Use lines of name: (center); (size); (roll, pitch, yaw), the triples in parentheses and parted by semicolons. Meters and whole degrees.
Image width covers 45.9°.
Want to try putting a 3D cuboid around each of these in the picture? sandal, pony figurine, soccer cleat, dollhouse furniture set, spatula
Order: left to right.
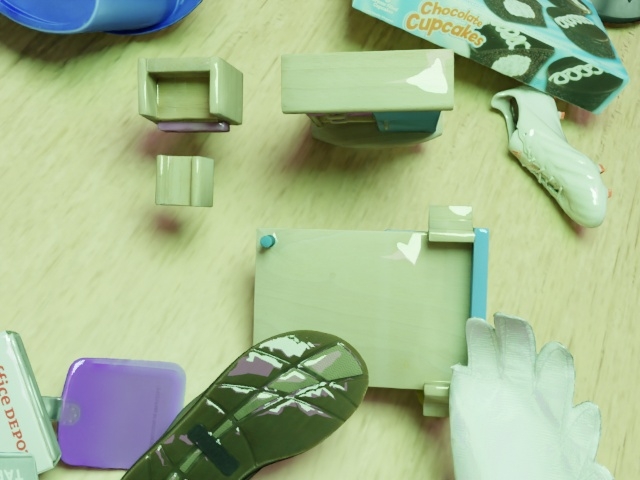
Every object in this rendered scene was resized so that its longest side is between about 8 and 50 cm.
spatula: (-0.251, 0.122, 0.560); (0.296, 0.030, 0.084); (6, 76, -12)
sandal: (-0.062, 0.148, 0.574); (0.219, 0.060, 0.090); (-42, 89, -7)
dollhouse furniture set: (0.000, 0.000, 0.694); (0.286, 0.198, 0.303); (0, 90, 7)
soccer cleat: (0.248, -0.091, 0.828); (0.076, 0.068, 0.196); (-6, 55, -15)
pony figurine: (0.234, 0.242, 0.491); (0.363, 0.303, 0.351); (6, 94, -28)

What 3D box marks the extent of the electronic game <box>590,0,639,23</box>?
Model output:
electronic game: (0.374, -0.389, 1.049); (0.229, 0.048, 0.229); (7, 59, -12)

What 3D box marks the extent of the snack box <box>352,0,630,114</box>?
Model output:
snack box: (0.187, -0.273, 0.865); (0.321, 0.060, 0.187); (18, 43, -17)

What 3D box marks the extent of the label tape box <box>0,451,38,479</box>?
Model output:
label tape box: (-0.226, 0.302, 0.332); (0.115, 0.249, 0.348); (27, 39, -55)

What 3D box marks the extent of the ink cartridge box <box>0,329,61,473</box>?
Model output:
ink cartridge box: (-0.258, 0.130, 0.511); (0.135, 0.056, 0.099); (-19, 86, -15)

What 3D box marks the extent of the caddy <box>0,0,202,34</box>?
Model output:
caddy: (-0.245, -0.344, 0.702); (0.341, 0.241, 0.179); (40, 24, -2)
